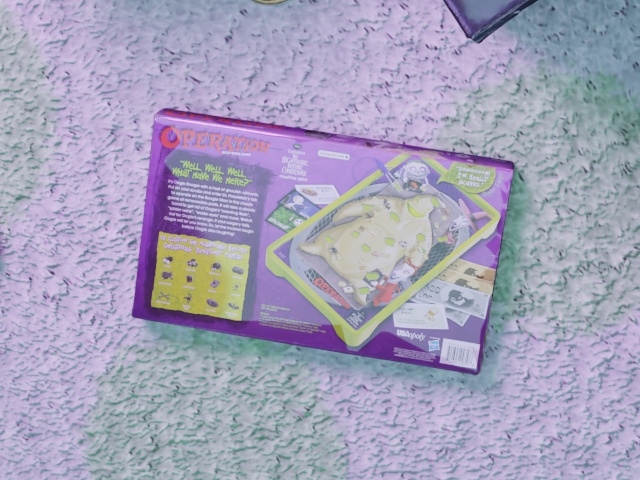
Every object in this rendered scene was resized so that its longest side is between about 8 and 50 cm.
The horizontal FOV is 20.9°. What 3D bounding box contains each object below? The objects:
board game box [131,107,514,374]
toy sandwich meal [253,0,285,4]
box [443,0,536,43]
[{"bbox_3d":[0.000,0.000,1.676,0.347,0.056,0.208,10,108,5],"label":"board game box"},{"bbox_3d":[-0.047,-0.260,1.630,0.086,0.029,0.085,2,103,7],"label":"toy sandwich meal"},{"bbox_3d":[0.192,-0.495,1.410,0.472,0.297,0.480,-33,97,11],"label":"box"}]
